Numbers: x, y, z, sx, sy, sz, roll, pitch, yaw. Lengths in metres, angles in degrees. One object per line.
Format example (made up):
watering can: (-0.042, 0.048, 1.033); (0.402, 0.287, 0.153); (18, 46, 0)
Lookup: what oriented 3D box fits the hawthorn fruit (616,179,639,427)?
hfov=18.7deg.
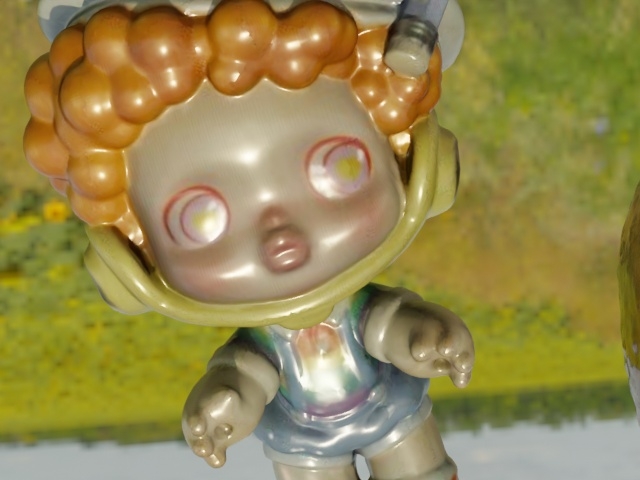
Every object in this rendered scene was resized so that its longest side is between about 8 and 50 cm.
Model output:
hawthorn fruit: (0.370, 0.037, 1.082); (0.403, 0.402, 0.403); (-4, 175, 0)

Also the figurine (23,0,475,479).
figurine: (-0.030, 0.010, 1.017); (0.225, 0.381, 0.205); (-3, -164, 1)
